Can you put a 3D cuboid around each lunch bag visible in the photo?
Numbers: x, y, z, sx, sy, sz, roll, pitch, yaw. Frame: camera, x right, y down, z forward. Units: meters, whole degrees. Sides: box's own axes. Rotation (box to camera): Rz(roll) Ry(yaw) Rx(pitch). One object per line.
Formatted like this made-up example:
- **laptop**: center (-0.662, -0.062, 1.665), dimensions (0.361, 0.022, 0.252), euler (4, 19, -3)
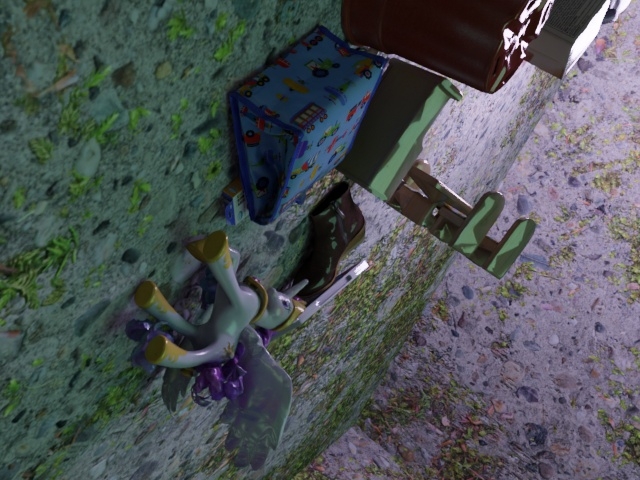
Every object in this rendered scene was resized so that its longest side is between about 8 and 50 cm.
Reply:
- **lunch bag**: center (-0.024, -0.158, 1.146), dimensions (0.221, 0.138, 0.293), euler (-45, 158, -31)

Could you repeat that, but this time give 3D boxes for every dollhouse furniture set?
- **dollhouse furniture set**: center (0.244, -0.163, 1.492), dimensions (0.394, 0.362, 0.256), euler (29, 98, -41)

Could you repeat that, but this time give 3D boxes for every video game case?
- **video game case**: center (-0.022, 0.156, 1.716), dimensions (0.285, 0.025, 0.204), euler (-36, 180, -43)

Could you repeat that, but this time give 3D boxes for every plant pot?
- **plant pot**: center (0.221, -0.393, 1.157), dimensions (0.272, 0.265, 0.272), euler (-47, 159, -24)

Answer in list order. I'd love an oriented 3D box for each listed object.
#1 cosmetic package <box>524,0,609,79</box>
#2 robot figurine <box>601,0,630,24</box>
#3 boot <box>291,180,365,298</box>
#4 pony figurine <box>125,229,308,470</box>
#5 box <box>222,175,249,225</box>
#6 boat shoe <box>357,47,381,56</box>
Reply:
- **cosmetic package**: center (0.417, -0.481, 1.437), dimensions (0.153, 0.296, 0.129), euler (-50, 162, -11)
- **robot figurine**: center (0.702, -0.675, 1.885), dimensions (0.173, 0.278, 0.209), euler (-121, -157, -80)
- **boot**: center (0.000, 0.000, 1.605), dimensions (0.248, 0.090, 0.207), euler (-46, 145, -14)
- **pony figurine**: center (-0.172, 0.176, 1.216), dimensions (0.351, 0.302, 0.363), euler (-62, 147, -8)
- **box**: center (-0.123, -0.086, 1.203), dimensions (0.136, 0.028, 0.081), euler (-43, 157, -27)
- **boat shoe**: center (0.077, -0.331, 1.269), dimensions (0.100, 0.035, 0.035), euler (-38, 158, -25)
